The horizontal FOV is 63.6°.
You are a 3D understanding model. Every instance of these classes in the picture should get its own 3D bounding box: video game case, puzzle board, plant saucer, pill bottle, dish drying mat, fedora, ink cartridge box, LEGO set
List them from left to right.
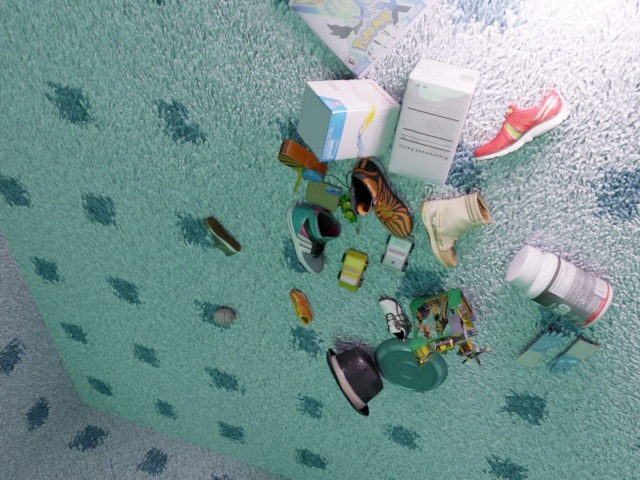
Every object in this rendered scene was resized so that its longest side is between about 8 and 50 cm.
[{"bbox_3d":[0.009,-0.165,1.850,0.128,0.011,0.096,23,128,13],"label":"puzzle board"},{"bbox_3d":[0.045,-0.128,1.869,0.083,0.008,0.032,-32,108,38],"label":"dish drying mat"},{"bbox_3d":[0.079,-0.352,1.504,0.171,0.232,0.168,57,146,38],"label":"ink cartridge box"},{"bbox_3d":[0.166,0.581,2.222,0.152,0.334,0.334,-32,110,7],"label":"fedora"},{"bbox_3d":[0.113,-0.662,1.415,0.300,0.036,0.329,44,131,-10],"label":"video game case"},{"bbox_3d":[0.379,0.543,2.201,0.317,0.044,0.318,12,129,15],"label":"plant saucer"},{"bbox_3d":[0.453,0.340,1.855,0.255,0.331,0.192,-26,114,15],"label":"LEGO set"},{"bbox_3d":[0.752,0.141,1.643,0.283,0.161,0.161,28,132,3],"label":"pill bottle"}]

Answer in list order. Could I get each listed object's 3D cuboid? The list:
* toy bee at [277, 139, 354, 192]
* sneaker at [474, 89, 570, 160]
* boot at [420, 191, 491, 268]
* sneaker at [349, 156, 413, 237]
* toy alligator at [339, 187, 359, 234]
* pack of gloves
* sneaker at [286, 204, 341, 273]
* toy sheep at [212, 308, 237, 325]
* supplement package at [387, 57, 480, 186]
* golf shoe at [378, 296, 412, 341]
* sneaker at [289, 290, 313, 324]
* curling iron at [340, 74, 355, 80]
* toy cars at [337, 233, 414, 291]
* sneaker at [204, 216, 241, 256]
[{"bbox_3d":[-0.039,-0.233,1.731,0.298,0.195,0.162,46,155,-27],"label":"toy bee"},{"bbox_3d":[0.549,-0.321,1.450,0.279,0.107,0.118,-31,89,35],"label":"sneaker"},{"bbox_3d":[0.462,-0.030,1.697,0.203,0.095,0.262,-12,115,30],"label":"boot"},{"bbox_3d":[0.187,-0.107,1.704,0.124,0.180,0.321,-23,112,36],"label":"sneaker"},{"bbox_3d":[0.100,-0.100,1.832,0.051,0.056,0.190,3,126,23],"label":"toy alligator"},{"bbox_3d":[0.857,0.402,1.885,0.195,0.046,0.232,20,135,-5],"label":"pack of gloves"},{"bbox_3d":[0.000,0.000,1.919,0.178,0.124,0.296,1,124,36],"label":"sneaker"},{"bbox_3d":[-0.448,0.361,2.419,0.132,0.091,0.091,-5,123,21],"label":"toy sheep"},{"bbox_3d":[0.320,-0.335,1.472,0.175,0.177,0.293,18,131,11],"label":"supplement package"},{"bbox_3d":[0.291,0.313,2.034,0.077,0.094,0.198,-28,108,38],"label":"golf shoe"},{"bbox_3d":[-0.083,0.287,2.204,0.064,0.067,0.175,-15,116,35],"label":"sneaker"},{"bbox_3d":[0.079,-0.386,1.639,0.068,0.035,0.274,15,129,14],"label":"curling iron"},{"bbox_3d":[0.192,0.098,1.919,0.393,0.087,0.176,-25,112,36],"label":"toy cars"},{"bbox_3d":[-0.425,-0.006,2.140,0.086,0.064,0.192,-31,111,33],"label":"sneaker"}]
